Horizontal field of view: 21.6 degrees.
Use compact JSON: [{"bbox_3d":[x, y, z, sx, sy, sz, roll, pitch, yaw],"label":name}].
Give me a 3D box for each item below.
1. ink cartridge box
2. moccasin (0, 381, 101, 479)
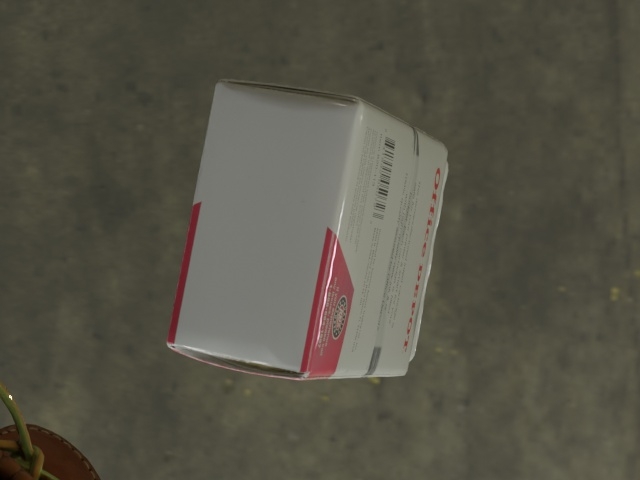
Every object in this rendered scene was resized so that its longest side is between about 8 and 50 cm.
[{"bbox_3d":[0.000,0.000,1.320,0.283,0.117,0.207,13,87,-72],"label":"ink cartridge box"},{"bbox_3d":[-0.176,0.153,0.812,0.139,0.380,0.147,36,100,7],"label":"moccasin"}]
